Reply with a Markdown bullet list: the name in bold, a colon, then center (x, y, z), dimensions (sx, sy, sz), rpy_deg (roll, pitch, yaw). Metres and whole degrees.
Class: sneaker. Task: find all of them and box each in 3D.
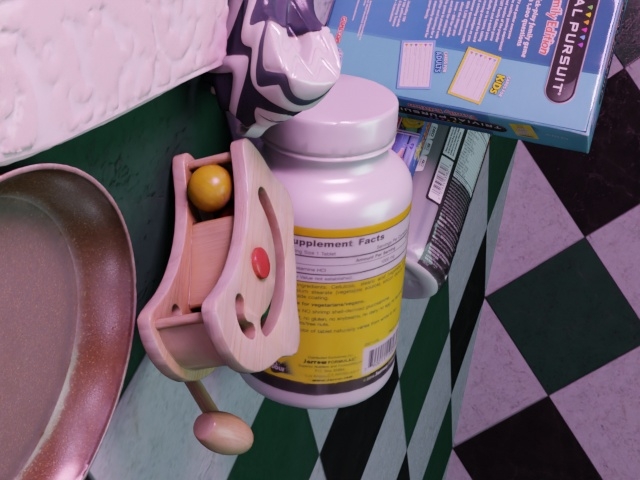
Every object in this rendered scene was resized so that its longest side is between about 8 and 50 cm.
- **sneaker**: center (-0.063, -0.201, 0.912), dimensions (0.094, 0.153, 0.234), rpy_deg (-1, 66, -37)

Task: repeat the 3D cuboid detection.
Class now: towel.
- **towel**: center (-0.144, -0.248, 0.670), dimensions (0.317, 0.053, 0.331), rpy_deg (-45, 145, -59)

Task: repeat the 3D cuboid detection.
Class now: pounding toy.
- **pounding toy**: center (-0.117, 0.053, 0.880), dimensions (0.154, 0.155, 0.269), rpy_deg (30, 53, -61)

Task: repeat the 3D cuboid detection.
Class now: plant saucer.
- **plant saucer**: center (-0.228, 0.095, 0.675), dimensions (0.310, 0.050, 0.310), rpy_deg (13, 90, -72)

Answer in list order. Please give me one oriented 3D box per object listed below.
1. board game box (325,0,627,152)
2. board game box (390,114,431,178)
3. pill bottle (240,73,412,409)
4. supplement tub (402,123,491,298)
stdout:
- **board game box**: center (0.184, -0.264, 1.184), dimensions (0.079, 0.336, 0.253), rpy_deg (38, 67, -71)
- **board game box**: center (0.061, -0.128, 1.239), dimensions (0.035, 0.136, 0.201), rpy_deg (65, 43, -62)
- **pill bottle**: center (0.000, 0.000, 1.066), dimensions (0.188, 0.188, 0.333), rpy_deg (-48, 147, -55)
- **supplement tub**: center (0.118, -0.096, 1.344), dimensions (0.193, 0.194, 0.316), rpy_deg (66, 41, -62)
